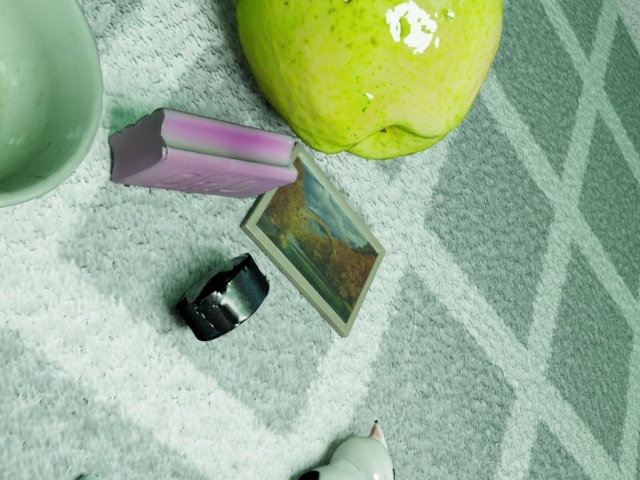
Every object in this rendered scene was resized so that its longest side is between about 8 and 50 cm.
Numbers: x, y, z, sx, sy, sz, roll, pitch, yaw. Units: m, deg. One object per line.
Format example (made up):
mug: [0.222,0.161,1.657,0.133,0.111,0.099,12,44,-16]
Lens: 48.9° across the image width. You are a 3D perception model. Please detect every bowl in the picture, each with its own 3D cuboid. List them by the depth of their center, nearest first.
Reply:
bowl: [-0.351,-0.150,0.613,0.289,0.146,0.290,24,59,-47]

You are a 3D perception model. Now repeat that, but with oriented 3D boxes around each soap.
soap: [-0.138,-0.100,0.856,0.203,0.122,0.066,5,77,-45]

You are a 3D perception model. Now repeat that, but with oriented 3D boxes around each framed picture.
framed picture: [0.000,0.000,1.059,0.250,0.016,0.184,51,49,-27]

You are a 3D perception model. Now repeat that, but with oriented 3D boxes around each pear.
pear: [0.072,-0.292,0.967,0.390,0.390,0.392,14,70,-45]

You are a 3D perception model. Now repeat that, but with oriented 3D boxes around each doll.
doll: [0.035,0.338,0.946,0.107,0.110,0.180,42,39,22]

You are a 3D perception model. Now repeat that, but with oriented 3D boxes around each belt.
belt: [-0.115,0.069,0.847,0.058,0.105,0.140,58,20,-14]

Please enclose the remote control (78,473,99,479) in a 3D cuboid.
remote control: [-0.265,0.309,0.686,0.061,0.029,0.162,57,46,-18]
